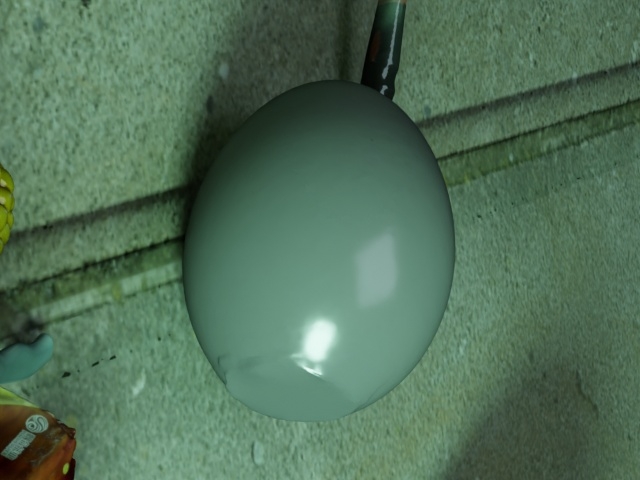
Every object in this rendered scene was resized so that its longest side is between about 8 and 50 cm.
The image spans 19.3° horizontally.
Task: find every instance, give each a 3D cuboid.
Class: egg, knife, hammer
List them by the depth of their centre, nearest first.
[{"bbox_3d":[-0.180,0.068,1.008,0.028,0.015,0.210,-55,174,6],"label":"knife"},{"bbox_3d":[0.000,0.000,1.223,0.176,0.176,0.232,40,45,-46],"label":"egg"},{"bbox_3d":[0.053,-0.172,1.418,0.033,0.111,0.288,20,76,-50],"label":"hammer"}]

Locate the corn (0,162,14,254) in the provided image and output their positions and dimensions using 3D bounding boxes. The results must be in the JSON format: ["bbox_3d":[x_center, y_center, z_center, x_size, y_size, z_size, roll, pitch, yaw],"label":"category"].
[{"bbox_3d":[-0.241,0.044,0.917,0.101,0.101,0.310,61,39,-30],"label":"corn"}]

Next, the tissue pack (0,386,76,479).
[{"bbox_3d":[-0.188,0.146,0.862,0.149,0.099,0.106,-52,160,-46],"label":"tissue pack"}]
